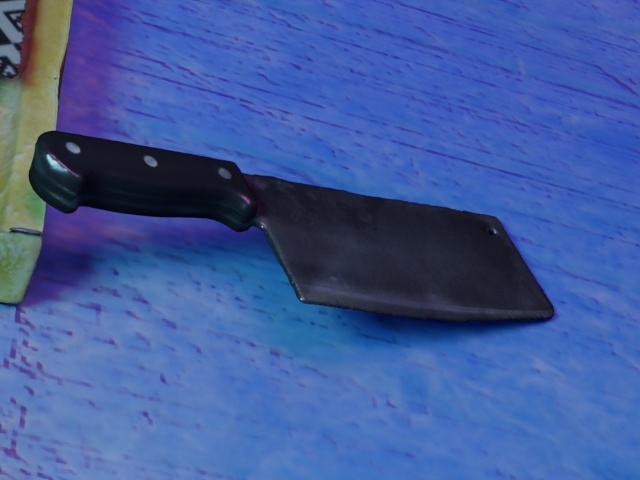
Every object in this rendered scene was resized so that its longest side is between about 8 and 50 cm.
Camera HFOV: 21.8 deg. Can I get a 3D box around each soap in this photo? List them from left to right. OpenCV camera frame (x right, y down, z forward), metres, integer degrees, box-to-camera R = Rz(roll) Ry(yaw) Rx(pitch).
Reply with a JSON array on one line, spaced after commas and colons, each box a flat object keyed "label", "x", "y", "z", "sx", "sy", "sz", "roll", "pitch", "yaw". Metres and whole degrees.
[{"label": "soap", "x": -0.148, "y": -0.079, "z": 0.669, "sx": 0.092, "sy": 0.037, "sz": 0.252, "roll": 16, "pitch": 38, "yaw": -16}]

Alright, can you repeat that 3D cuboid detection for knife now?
[{"label": "knife", "x": 0.000, "y": 0.000, "z": 0.649, "sx": 0.245, "sy": 0.019, "sz": 0.072, "roll": 8, "pitch": 40, "yaw": -39}]

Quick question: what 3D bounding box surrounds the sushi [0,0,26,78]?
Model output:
[{"label": "sushi", "x": -0.170, "y": -0.125, "z": 0.657, "sx": 0.120, "sy": 0.026, "sz": 0.126, "roll": 14, "pitch": 39, "yaw": -16}]
